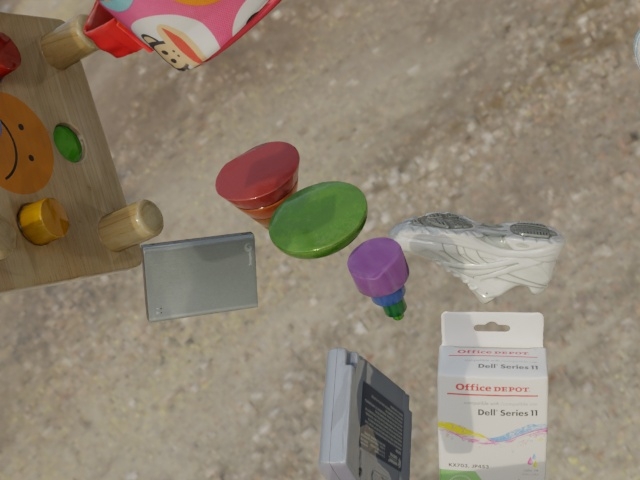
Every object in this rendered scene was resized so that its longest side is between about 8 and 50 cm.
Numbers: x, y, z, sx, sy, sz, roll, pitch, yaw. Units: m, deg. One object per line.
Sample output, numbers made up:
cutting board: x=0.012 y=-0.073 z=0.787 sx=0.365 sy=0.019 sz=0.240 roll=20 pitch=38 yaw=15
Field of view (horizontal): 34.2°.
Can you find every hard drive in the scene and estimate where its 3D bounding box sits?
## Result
hard drive: x=-0.143 y=0.043 z=1.247 sx=0.135 sy=0.094 sz=0.022 roll=-7 pitch=18 yaw=-18

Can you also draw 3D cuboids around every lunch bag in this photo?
lunch bag: x=-0.078 y=-0.239 z=0.733 sx=0.258 sy=0.120 sz=0.293 roll=-46 pitch=27 yaw=11

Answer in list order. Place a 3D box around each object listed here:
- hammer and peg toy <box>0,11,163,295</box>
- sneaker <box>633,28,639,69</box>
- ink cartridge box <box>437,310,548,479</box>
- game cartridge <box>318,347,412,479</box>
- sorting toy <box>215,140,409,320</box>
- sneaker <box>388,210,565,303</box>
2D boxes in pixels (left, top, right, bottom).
hammer and peg toy: x=-0.296 y=-0.130 z=0.893 sx=0.127 sy=0.361 sz=0.266 roll=-21 pitch=-4 yaw=30
sneaker: x=0.482 y=-0.252 z=1.282 sx=0.319 sy=0.127 sz=0.208 roll=-7 pitch=20 yaw=-19
ink cartridge box: x=0.325 y=0.315 z=1.970 sx=0.207 sy=0.353 sz=0.119 roll=0 pitch=24 yaw=10
game cartridge: x=0.072 y=0.298 z=1.583 sx=0.062 sy=0.297 sz=0.198 roll=-1 pitch=67 yaw=23
sorting toy: x=0.000 y=0.000 z=1.328 sx=0.127 sy=0.126 sz=0.365 roll=-36 pitch=41 yaw=-15
sneaker: x=0.202 y=0.029 z=1.386 sx=0.232 sy=0.115 sz=0.090 roll=8 pitch=21 yaw=7
